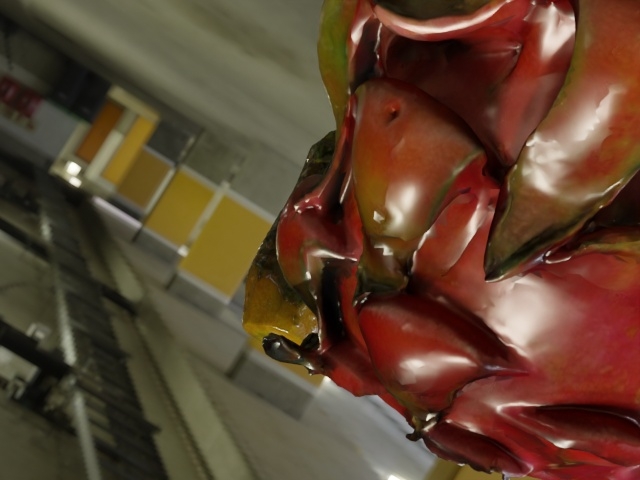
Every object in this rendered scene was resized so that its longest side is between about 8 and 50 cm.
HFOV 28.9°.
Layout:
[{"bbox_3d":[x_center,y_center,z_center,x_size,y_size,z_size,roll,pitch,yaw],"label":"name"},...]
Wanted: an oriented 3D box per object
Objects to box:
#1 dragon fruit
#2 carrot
[{"bbox_3d":[0.101,-0.023,0.506,0.228,0.243,0.307,11,164,15],"label":"dragon fruit"},{"bbox_3d":[0.000,0.000,0.920,0.082,0.173,0.082,18,158,8],"label":"carrot"}]
